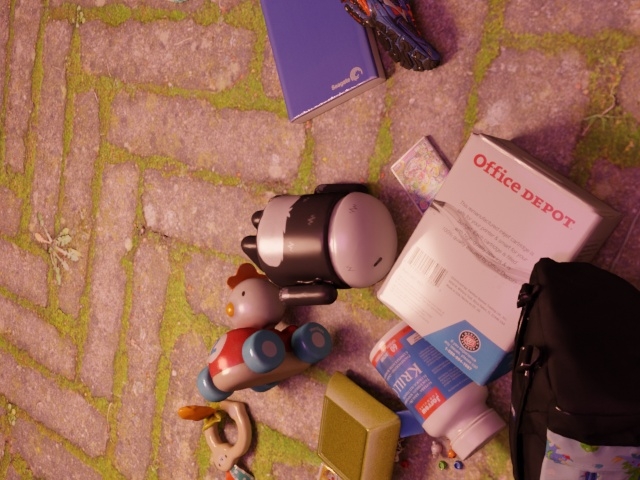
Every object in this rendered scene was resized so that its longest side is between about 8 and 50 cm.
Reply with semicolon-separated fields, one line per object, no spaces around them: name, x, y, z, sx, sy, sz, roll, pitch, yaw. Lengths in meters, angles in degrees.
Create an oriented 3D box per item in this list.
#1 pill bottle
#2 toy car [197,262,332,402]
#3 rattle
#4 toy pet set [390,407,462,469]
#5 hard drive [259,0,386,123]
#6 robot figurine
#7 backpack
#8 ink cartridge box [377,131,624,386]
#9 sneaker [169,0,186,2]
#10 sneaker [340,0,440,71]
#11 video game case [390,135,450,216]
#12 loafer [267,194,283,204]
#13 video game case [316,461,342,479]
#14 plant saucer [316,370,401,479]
pill bottle;0.192;0.237;1.114;0.221;0.124;0.124;49;119;25
toy car;-0.134;0.157;1.315;0.219;0.210;0.238;-39;63;44
rattle;-0.216;0.440;1.434;0.130;0.143;0.199;-1;85;19
toy pet set;0.165;0.344;1.176;0.122;0.065;0.114;-15;83;37
hard drive;-0.010;-0.408;1.290;0.210;0.040;0.318;-20;80;36
robot figurine;0.000;0.003;1.216;0.278;0.173;0.209;-1;94;31
backpack;0.349;0.247;0.878;0.273;0.290;0.355;10;123;6
ink cartridge box;0.264;0.025;1.044;0.223;0.129;0.307;41;116;29
sneaker;-0.267;-0.597;1.428;0.283;0.122;0.110;-30;75;35
sneaker;0.129;-0.377;1.160;0.087;0.083;0.221;-40;80;-6
video game case;0.181;-0.105;1.176;0.087;0.011;0.122;-43;67;30
loafer;-0.085;-0.006;1.354;0.062;0.061;0.170;-10;85;38
video game case;0.060;0.563;1.294;0.206;0.026;0.227;23;107;35
plant saucer;0.055;0.359;1.232;0.188;0.045;0.188;28;117;49
